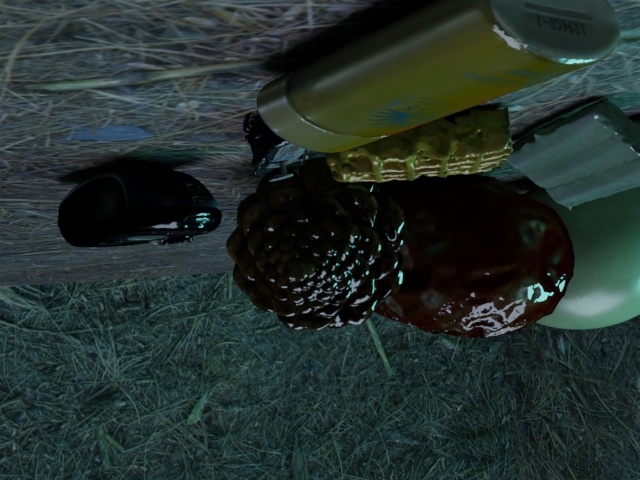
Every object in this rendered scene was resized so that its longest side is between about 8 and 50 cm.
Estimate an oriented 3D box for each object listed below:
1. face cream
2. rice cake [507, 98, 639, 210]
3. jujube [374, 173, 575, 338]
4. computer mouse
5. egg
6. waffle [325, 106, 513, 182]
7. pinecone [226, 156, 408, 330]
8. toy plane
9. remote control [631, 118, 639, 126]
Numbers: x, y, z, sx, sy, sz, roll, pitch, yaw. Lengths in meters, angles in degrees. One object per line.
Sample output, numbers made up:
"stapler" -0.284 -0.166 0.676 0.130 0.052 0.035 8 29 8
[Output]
"face cream" 0.068 -0.125 0.696 0.139 0.067 0.285 1 172 -37
"rice cake" 0.316 -0.101 1.117 0.043 0.127 0.237 -51 -175 -15
"jujube" 0.211 0.022 1.481 0.276 0.277 0.376 -2 177 -38
"computer mouse" -0.224 -0.043 1.117 0.233 0.096 0.137 -5 172 40
"egg" 0.487 0.022 1.652 0.336 0.279 0.278 -3 177 26
"waffle" 0.110 -0.104 1.065 0.210 0.055 0.160 -6 176 5
"pinecone" 0.000 0.000 1.254 0.243 0.244 0.309 -6 -170 -1
"toy plane" -0.039 -0.099 0.963 0.078 0.053 0.197 -14 172 -9
"remote control" 0.502 -0.145 1.107 0.145 0.050 0.344 -2 174 -41
